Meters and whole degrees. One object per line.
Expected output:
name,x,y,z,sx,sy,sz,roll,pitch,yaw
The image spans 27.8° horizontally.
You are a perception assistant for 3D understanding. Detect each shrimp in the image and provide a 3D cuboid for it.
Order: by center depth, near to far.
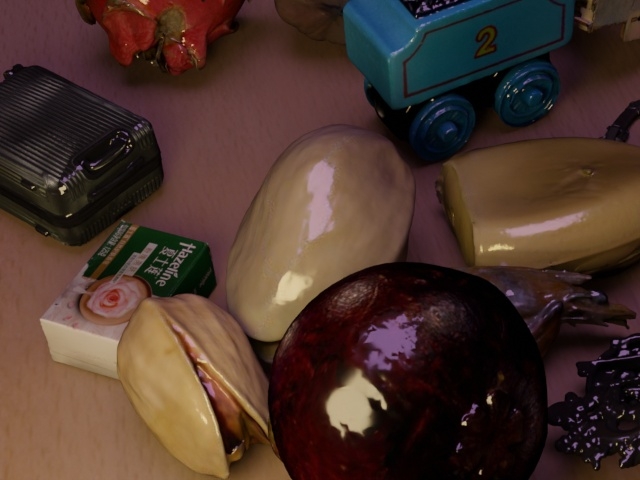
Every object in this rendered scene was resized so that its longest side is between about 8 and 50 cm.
shrimp,0.209,0.112,1.493,0.317,0.077,0.168,-1,83,0

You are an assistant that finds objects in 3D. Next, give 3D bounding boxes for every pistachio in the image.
pistachio,-0.135,0.160,1.450,0.157,0.157,0.229,-27,59,-21
pistachio,0.000,0.000,1.570,0.226,0.208,0.332,6,59,24

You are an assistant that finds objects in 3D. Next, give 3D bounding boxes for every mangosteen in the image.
mangosteen,0.084,0.157,1.322,0.297,0.297,0.293,-18,27,-12

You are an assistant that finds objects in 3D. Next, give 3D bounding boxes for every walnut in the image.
walnut,0.037,-0.433,2.010,0.248,0.248,0.248,-4,42,4

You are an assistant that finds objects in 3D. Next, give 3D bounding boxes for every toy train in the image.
toy train,0.199,-0.277,1.799,0.300,0.265,0.188,-23,46,-14

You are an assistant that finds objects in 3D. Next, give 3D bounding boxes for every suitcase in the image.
suitcase,-0.382,-0.126,1.820,0.312,0.128,0.202,26,51,32

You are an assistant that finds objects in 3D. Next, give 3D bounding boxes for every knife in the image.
knife,0.414,-0.152,1.809,0.045,0.021,0.222,30,53,31

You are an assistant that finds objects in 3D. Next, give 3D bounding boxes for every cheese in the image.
cheese,0.317,-0.046,1.627,0.316,0.128,0.259,-6,39,-3

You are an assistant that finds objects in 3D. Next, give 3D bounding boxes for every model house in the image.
model house,0.414,-0.406,1.903,0.271,0.178,0.206,-19,39,-32

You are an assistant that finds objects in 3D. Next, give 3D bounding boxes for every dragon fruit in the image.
dragon fruit,-0.240,-0.398,1.997,0.305,0.305,0.225,1,49,10

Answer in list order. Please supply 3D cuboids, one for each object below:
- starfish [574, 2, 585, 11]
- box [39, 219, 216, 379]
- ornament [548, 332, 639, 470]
starfish,0.528,-0.460,2.076,0.303,0.113,0.312,5,52,18
box,-0.235,0.075,1.613,0.135,0.081,0.199,13,47,22
ornament,0.379,0.168,1.411,0.260,0.106,0.251,-6,34,15
